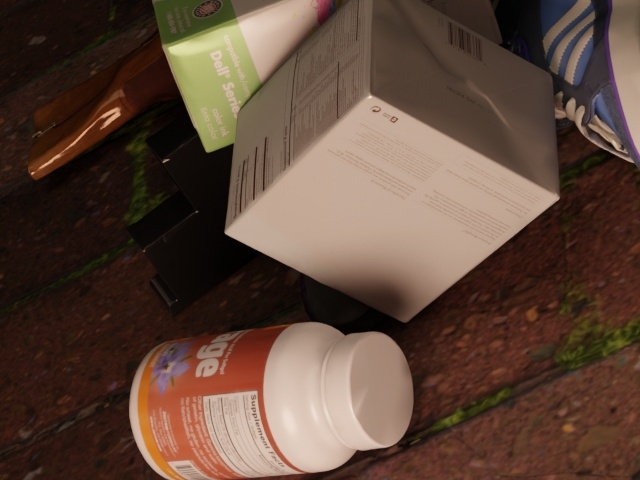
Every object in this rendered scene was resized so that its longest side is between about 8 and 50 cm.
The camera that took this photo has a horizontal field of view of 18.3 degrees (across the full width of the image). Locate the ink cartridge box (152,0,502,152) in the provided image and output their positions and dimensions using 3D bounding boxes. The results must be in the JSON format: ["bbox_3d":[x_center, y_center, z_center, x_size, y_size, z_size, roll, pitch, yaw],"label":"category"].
[{"bbox_3d":[0.032,-0.226,1.803,0.353,0.119,0.207,-20,29,1],"label":"ink cartridge box"}]

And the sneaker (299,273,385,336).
[{"bbox_3d":[0.000,0.000,1.781,0.083,0.098,0.224,-30,30,7],"label":"sneaker"}]

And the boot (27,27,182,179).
[{"bbox_3d":[-0.213,-0.157,2.210,0.280,0.096,0.264,-30,31,9],"label":"boot"}]

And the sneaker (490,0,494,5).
[{"bbox_3d":[0.270,-0.318,1.915,0.281,0.106,0.162,-39,11,-18],"label":"sneaker"}]

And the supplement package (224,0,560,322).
[{"bbox_3d":[0.058,-0.073,1.655,0.203,0.194,0.149,-42,32,38],"label":"supplement package"}]

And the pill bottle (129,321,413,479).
[{"bbox_3d":[-0.039,0.130,1.613,0.216,0.121,0.121,-10,38,35],"label":"pill bottle"}]

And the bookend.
[{"bbox_3d":[-0.129,-0.040,1.904,0.157,0.156,0.072,-37,31,-4],"label":"bookend"}]

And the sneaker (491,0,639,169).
[{"bbox_3d":[0.219,-0.120,1.751,0.236,0.130,0.323,-37,39,31],"label":"sneaker"}]
